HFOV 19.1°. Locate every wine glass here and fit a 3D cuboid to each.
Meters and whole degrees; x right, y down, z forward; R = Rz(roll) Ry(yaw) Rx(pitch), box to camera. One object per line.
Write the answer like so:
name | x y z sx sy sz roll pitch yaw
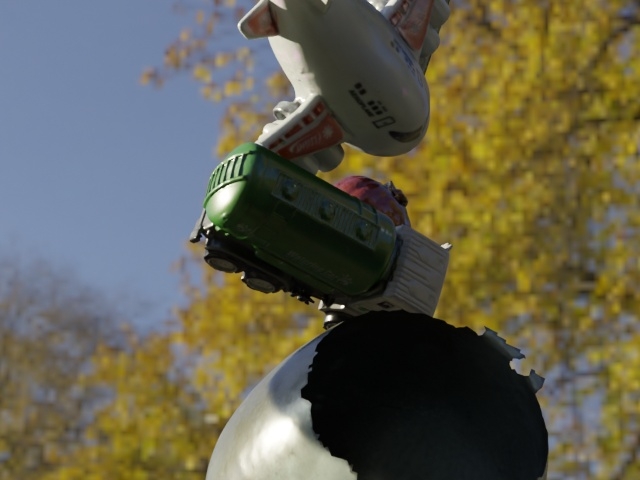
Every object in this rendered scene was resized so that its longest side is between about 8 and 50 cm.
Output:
wine glass | 0.023 0.209 1.313 0.238 0.238 0.323 9 -42 -19

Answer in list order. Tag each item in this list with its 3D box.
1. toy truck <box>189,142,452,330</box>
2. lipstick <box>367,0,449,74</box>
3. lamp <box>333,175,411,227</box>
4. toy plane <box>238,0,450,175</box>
toy truck | 0.000 0.000 1.677 0.242 0.101 0.125 29 -27 -25
lipstick | 0.096 -0.267 2.086 0.076 0.290 0.077 13 5 -42
lamp | 0.049 -0.022 1.964 0.090 0.101 0.101 -40 -20 -11
toy plane | 0.024 -0.167 1.709 0.252 0.252 0.118 23 2 -43
